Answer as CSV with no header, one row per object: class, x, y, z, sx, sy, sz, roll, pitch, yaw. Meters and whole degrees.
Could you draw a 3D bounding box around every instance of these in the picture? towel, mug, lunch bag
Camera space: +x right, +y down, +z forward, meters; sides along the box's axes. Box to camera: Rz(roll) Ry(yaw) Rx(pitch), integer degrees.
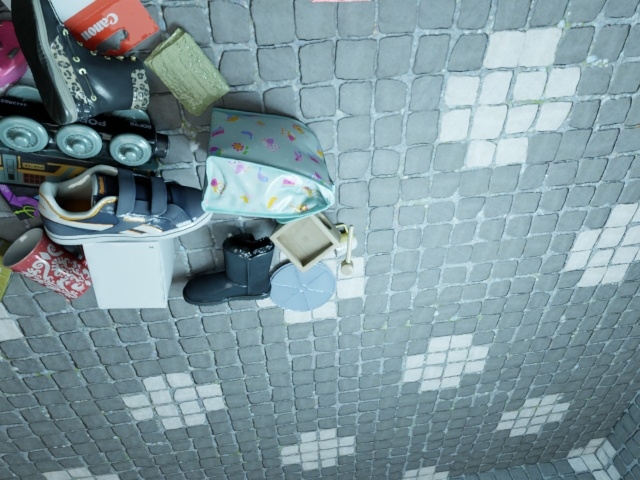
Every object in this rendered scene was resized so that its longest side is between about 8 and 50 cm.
towel,-0.265,-0.336,0.863,0.110,0.027,0.148,-33,124,13
mug,0.064,0.002,1.159,0.064,0.062,0.078,-18,136,-7
lunch bag,-0.107,-0.157,0.904,0.263,0.223,0.160,6,131,-17
mug,-0.633,0.055,1.034,0.151,0.113,0.169,-28,134,6

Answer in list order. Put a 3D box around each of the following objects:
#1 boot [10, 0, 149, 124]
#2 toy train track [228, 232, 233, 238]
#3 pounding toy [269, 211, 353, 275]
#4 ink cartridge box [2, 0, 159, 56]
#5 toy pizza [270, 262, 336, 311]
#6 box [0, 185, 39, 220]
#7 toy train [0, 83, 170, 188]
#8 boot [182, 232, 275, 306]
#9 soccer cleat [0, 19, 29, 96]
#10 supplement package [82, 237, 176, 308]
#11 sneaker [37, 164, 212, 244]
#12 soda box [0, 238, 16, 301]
boot,-0.423,-0.336,0.767,0.085,0.179,0.236,1,109,37
toy train track,-0.223,0.014,1.142,0.048,0.014,0.083,-23,128,7
pounding toy,0.011,-0.001,1.095,0.181,0.094,0.206,-38,103,17
ink cartridge box,-0.437,-0.428,0.747,0.189,0.066,0.232,-28,122,10
toy pizza,-0.053,0.131,1.250,0.202,0.032,0.201,-4,127,-6
box,-0.628,-0.114,0.962,0.162,0.029,0.115,-14,128,-1
toy train,-0.485,-0.185,0.858,0.335,0.142,0.190,4,140,-30
boot,-0.243,0.072,1.115,0.247,0.094,0.207,-2,134,-8
soccer cleat,-0.661,-0.280,0.796,0.331,0.143,0.116,-38,89,-5
supplement package,-0.428,0.020,0.990,0.150,0.203,0.194,1,126,-11
sneaker,-0.375,-0.074,0.846,0.322,0.126,0.127,-11,144,-21
soda box,-0.802,0.083,1.059,0.061,0.058,0.181,26,118,-27
